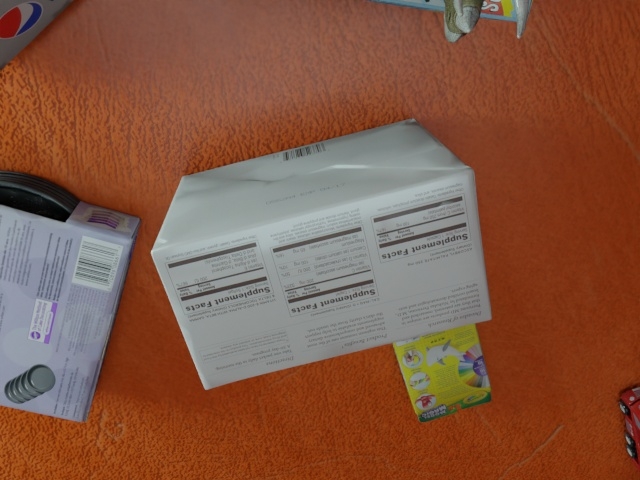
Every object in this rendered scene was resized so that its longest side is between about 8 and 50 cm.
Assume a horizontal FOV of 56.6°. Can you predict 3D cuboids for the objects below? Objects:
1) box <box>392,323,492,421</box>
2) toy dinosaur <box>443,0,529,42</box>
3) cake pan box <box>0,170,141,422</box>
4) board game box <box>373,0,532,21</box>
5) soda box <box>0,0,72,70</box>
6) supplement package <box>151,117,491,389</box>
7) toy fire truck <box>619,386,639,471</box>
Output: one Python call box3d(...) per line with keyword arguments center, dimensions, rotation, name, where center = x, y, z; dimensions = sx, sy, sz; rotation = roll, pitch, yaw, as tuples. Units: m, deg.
box3d(center=(0.149, 0.144, 0.748), dimensions=(0.105, 0.043, 0.179), rotation=(-18, 112, 2), name="box")
box3d(center=(0.072, -0.281, 0.331), dimensions=(0.121, 0.160, 0.313), rotation=(-22, 112, 2), name="toy dinosaur")
box3d(center=(-0.348, 0.058, 0.650), dimensions=(0.246, 0.070, 0.266), rotation=(15, 112, -14), name="cake pan box")
box3d(center=(0.033, -0.277, 0.493), dimensions=(0.276, 0.144, 0.142), rotation=(5, 113, -8), name="board game box")
box3d(center=(-0.250, -0.255, 0.495), dimensions=(0.286, 0.091, 0.098), rotation=(-37, 96, 11), name="soda box")
box3d(center=(0.000, 0.000, 0.580), dimensions=(0.262, 0.204, 0.145), rotation=(-14, 114, 1), name="supplement package")
box3d(center=(0.467, 0.307, 0.798), dimensions=(0.047, 0.135, 0.192), rotation=(-19, 114, 3), name="toy fire truck")
